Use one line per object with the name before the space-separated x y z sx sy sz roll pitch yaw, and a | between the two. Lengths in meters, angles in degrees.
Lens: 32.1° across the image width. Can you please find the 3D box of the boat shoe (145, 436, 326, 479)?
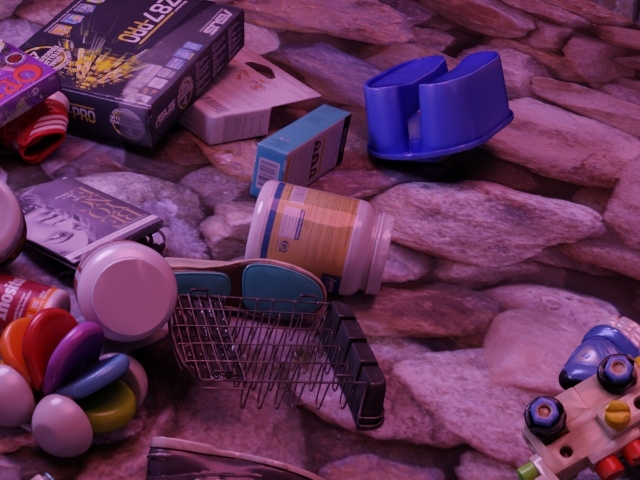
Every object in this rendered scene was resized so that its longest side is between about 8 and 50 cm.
boat shoe | -0.093 0.269 1.233 0.206 0.075 0.065 14 72 -6

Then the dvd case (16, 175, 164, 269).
dvd case | -0.363 -0.031 1.615 0.221 0.018 0.164 23 36 33

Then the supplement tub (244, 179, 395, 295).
supplement tub | 0.000 0.000 1.632 0.200 0.144 0.144 13 29 3

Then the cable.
cable | -0.322 0.005 1.608 0.151 0.047 0.184 23 32 20

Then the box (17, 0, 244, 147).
box | -0.361 -0.337 2.052 0.318 0.097 0.395 17 42 15

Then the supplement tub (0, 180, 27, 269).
supplement tub | -0.446 -0.018 1.460 0.117 0.117 0.190 5 -7 -12

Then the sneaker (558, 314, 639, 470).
sneaker | 0.433 0.251 1.392 0.147 0.129 0.330 -39 63 -12

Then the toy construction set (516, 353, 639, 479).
toy construction set | 0.351 0.242 1.257 0.328 0.151 0.215 -21 57 -18

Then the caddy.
caddy | 0.224 -0.241 2.116 0.241 0.179 0.341 0 21 32

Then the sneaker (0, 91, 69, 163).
sneaker | -0.527 -0.188 1.838 0.221 0.087 0.128 -9 45 -5

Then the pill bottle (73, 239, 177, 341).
pill bottle | -0.242 0.061 1.378 0.121 0.121 0.216 4 1 -14

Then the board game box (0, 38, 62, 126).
board game box | -0.613 -0.210 1.772 0.208 0.056 0.347 32 54 26

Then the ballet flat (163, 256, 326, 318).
ballet flat | -0.117 0.060 1.561 0.248 0.086 0.086 7 29 -7

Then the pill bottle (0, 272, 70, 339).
pill bottle | -0.399 0.085 1.398 0.152 0.086 0.086 14 29 6

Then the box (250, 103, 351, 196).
box | -0.031 -0.154 1.938 0.060 0.100 0.244 22 30 19

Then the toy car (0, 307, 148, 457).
toy car | -0.290 0.147 1.275 0.182 0.136 0.159 23 31 20

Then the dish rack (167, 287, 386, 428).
dish rack | -0.059 0.144 1.417 0.272 0.074 0.208 5 28 -20

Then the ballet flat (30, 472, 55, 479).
ballet flat | -0.245 0.298 1.128 0.168 0.057 0.052 27 60 32

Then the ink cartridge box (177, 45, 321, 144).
ink cartridge box | -0.190 -0.293 2.160 0.261 0.066 0.296 -16 39 -38
